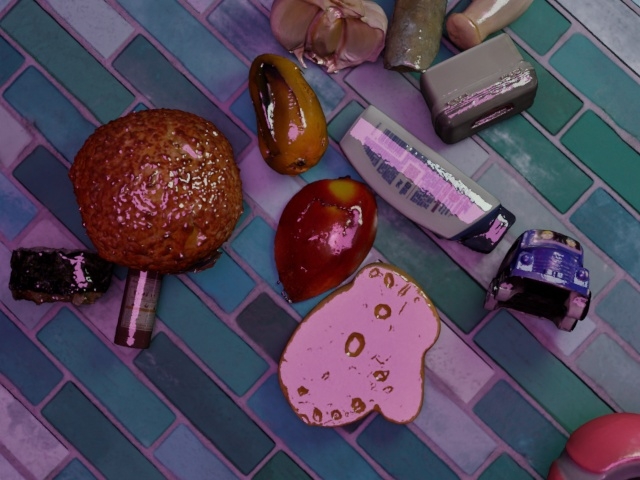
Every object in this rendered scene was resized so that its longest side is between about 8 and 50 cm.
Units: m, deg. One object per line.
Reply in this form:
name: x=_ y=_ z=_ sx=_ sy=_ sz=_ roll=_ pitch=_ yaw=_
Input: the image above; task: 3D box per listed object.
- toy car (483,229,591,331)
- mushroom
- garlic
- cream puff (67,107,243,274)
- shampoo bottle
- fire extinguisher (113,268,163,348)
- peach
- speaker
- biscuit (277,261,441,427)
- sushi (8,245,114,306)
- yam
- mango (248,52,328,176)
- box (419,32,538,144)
toy car: x=0.405 y=0.064 z=1.665 sx=0.172 sy=0.235 sz=0.158 roll=15 pitch=75 yaw=4
mushroom: x=0.347 y=-0.467 z=1.752 sx=0.108 sy=0.096 sz=0.247 roll=43 pitch=79 yaw=-22
garlic: x=0.015 y=-0.435 z=1.769 sx=0.229 sy=0.178 sz=0.143 roll=10 pitch=55 yaw=-13
cream puff: x=-0.309 y=-0.108 z=1.700 sx=0.350 sy=0.229 sz=0.351 roll=-1 pitch=65 yaw=2
shampoo bottle: x=0.199 y=-0.104 z=1.760 sx=0.359 sy=0.078 sz=0.134 roll=38 pitch=93 yaw=5
fire extinguisher: x=-0.337 y=0.098 z=1.792 sx=0.099 sy=0.071 sz=0.231 roll=14 pitch=86 yaw=-23
peach: x=0.000 y=-0.002 z=1.772 sx=0.189 sy=0.068 sz=0.279 roll=26 pitch=89 yaw=7
speaker: x=0.540 y=0.460 z=1.608 sx=0.294 sy=0.294 sz=0.295 roll=0 pitch=86 yaw=4
biscuit: x=0.091 y=0.226 z=1.756 sx=0.287 sy=0.057 sz=0.344 roll=44 pitch=90 yaw=5
sushi: x=-0.498 y=0.070 z=1.774 sx=0.212 sy=0.147 sz=0.115 roll=0 pitch=93 yaw=21
yam: x=0.187 y=-0.428 z=1.748 sx=0.106 sy=0.106 sz=0.259 roll=11 pitch=76 yaw=4
mango: x=-0.070 y=-0.245 z=1.756 sx=0.156 sy=0.151 sz=0.249 roll=-34 pitch=73 yaw=42
box: x=0.298 y=-0.287 z=1.732 sx=0.210 sy=0.148 sz=0.129 roll=-25 pitch=75 yaw=2
